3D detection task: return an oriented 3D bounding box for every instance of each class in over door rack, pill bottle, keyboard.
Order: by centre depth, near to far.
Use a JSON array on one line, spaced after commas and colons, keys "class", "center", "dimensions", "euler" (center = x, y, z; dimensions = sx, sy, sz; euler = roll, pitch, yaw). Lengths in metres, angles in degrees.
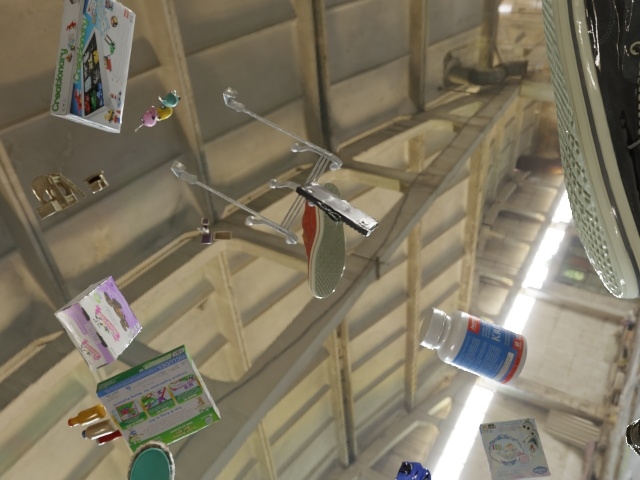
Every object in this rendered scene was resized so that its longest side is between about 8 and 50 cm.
[{"class": "keyboard", "center": [0.030, -0.066, 1.145], "dimensions": [0.023, 0.180, 0.108], "euler": [-64, -14, 26]}, {"class": "pill bottle", "center": [0.343, 0.235, 1.240], "dimensions": [0.124, 0.221, 0.124], "euler": [21, -90, -89]}, {"class": "over door rack", "center": [-0.143, -0.169, 1.272], "dimensions": [0.240, 0.324, 0.108], "euler": [-61, 7, -16]}]

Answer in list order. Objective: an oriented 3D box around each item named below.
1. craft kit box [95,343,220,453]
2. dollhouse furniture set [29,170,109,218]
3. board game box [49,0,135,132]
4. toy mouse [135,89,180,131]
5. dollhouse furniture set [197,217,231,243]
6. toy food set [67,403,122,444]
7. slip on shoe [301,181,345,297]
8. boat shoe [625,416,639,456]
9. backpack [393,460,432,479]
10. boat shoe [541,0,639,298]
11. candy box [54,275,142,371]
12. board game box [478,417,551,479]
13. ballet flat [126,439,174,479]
[{"class": "craft kit box", "center": [-0.435, 0.441, 1.478], "dimensions": [0.249, 0.061, 0.247], "euler": [-23, -69, -9]}, {"class": "dollhouse furniture set", "center": [-0.663, -0.149, 1.425], "dimensions": [0.160, 0.182, 0.101], "euler": [-30, -76, -7]}, {"class": "board game box", "center": [-0.537, -0.429, 1.294], "dimensions": [0.193, 0.053, 0.306], "euler": [3, -84, -74]}, {"class": "toy mouse", "center": [-0.399, -0.329, 1.362], "dimensions": [0.031, 0.143, 0.161], "euler": [48, -110, -11]}, {"class": "dollhouse furniture set", "center": [-0.371, -0.043, 1.894], "dimensions": [0.081, 0.114, 0.091], "euler": [69, -158, -70]}, {"class": "toy food set", "center": [-0.608, 0.520, 1.566], "dimensions": [0.232, 0.104, 0.111], "euler": [27, -137, -77]}, {"class": "slip on shoe", "center": [0.000, 0.000, 1.546], "dimensions": [0.123, 0.101, 0.332], "euler": [11, -106, -41]}, {"class": "boat shoe", "center": [0.429, 0.223, 0.531], "dimensions": [0.079, 0.232, 0.084], "euler": [94, -164, -54]}, {"class": "backpack", "center": [0.260, 0.703, 1.547], "dimensions": [0.120, 0.101, 0.098], "euler": [-30, -75, -55]}, {"class": "boat shoe", "center": [0.381, -0.180, 0.681], "dimensions": [0.187, 0.155, 0.501], "euler": [34, -127, -68]}, {"class": "candy box", "center": [-0.536, 0.199, 1.327], "dimensions": [0.196, 0.070, 0.165], "euler": [-90, -26, -76]}, {"class": "board game box", "center": [0.311, 0.338, 0.874], "dimensions": [0.020, 0.090, 0.090], "euler": [78, -175, -55]}, {"class": "ballet flat", "center": [-0.313, 0.456, 1.012], "dimensions": [0.091, 0.077, 0.241], "euler": [-2, -68, -14]}]
